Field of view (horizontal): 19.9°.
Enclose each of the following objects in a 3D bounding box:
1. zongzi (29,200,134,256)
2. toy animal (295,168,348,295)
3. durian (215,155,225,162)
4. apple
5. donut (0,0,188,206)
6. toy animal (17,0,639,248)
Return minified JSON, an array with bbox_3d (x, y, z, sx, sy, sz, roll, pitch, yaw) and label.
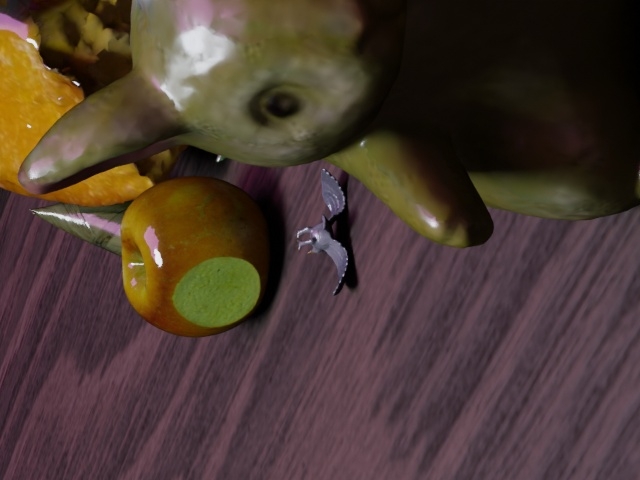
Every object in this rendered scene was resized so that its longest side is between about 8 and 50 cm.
[{"bbox_3d":[-0.157,-0.006,1.406,0.104,0.113,0.052,-134,47,-58],"label":"zongzi"},{"bbox_3d":[-0.001,0.000,1.172,0.050,0.028,0.084,-25,63,52],"label":"toy animal"},{"bbox_3d":[-0.021,-0.235,1.150,0.132,0.106,0.375,-3,84,41],"label":"durian"},{"bbox_3d":[-0.091,0.010,1.276,0.099,0.102,0.114,60,139,48],"label":"apple"},{"bbox_3d":[-0.238,-0.245,1.295,0.435,0.377,0.163,100,-164,-48],"label":"donut"},{"bbox_3d":[0.013,-0.091,0.808,0.180,0.363,0.181,7,96,50],"label":"toy animal"}]
